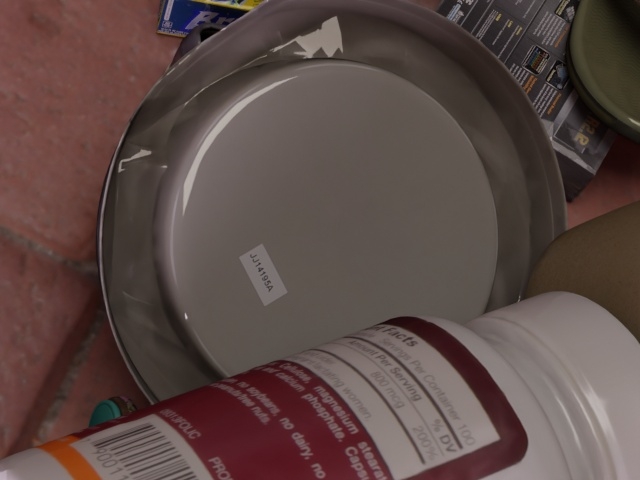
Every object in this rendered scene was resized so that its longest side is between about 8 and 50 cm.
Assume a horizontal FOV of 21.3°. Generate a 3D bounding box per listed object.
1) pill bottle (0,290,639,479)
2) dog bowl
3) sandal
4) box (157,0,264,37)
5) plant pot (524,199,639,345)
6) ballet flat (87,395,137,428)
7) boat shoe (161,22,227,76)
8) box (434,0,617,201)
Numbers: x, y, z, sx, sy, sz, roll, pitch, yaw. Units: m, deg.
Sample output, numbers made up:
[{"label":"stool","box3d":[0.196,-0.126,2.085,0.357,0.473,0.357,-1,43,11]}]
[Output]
[{"label":"pill bottle","box3d":[0.014,0.175,1.033,0.392,0.224,0.224,-18,71,-25]},{"label":"dog bowl","box3d":[0.000,0.000,1.206,0.348,0.102,0.349,0,90,-21]},{"label":"sandal","box3d":[0.275,-0.209,1.378,0.120,0.086,0.303,16,64,-8]},{"label":"box","box3d":[-0.044,-0.189,1.369,0.168,0.059,0.054,9,62,-10]},{"label":"plant pot","box3d":[0.277,0.061,1.129,0.256,0.274,0.257,-2,94,-40]},{"label":"ballet flat","box3d":[-0.129,0.220,1.162,0.079,0.077,0.222,14,67,-28]},{"label":"boat shoe","box3d":[0.009,-0.077,1.312,0.285,0.092,0.103,30,62,0]},{"label":"box","box3d":[0.192,-0.173,1.422,0.183,0.056,0.231,33,63,1]}]
